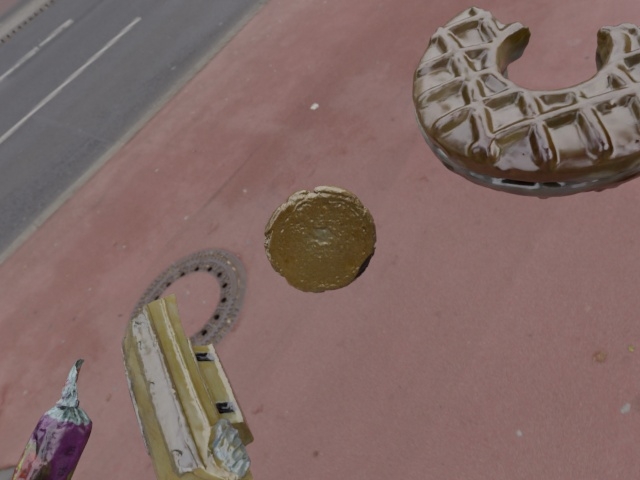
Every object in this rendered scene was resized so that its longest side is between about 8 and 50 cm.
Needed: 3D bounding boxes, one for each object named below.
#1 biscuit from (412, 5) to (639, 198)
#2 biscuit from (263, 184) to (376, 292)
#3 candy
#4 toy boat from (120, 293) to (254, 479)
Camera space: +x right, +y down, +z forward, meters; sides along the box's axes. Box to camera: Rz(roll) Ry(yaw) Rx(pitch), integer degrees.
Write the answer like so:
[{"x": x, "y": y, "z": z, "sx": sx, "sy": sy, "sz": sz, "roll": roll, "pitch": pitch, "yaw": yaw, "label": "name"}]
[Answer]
[{"x": 0.286, "y": -0.180, "z": 0.607, "sx": 0.366, "sy": 0.115, "sz": 0.268, "roll": 20, "pitch": 72, "yaw": 32, "label": "biscuit"}, {"x": 0.000, "y": 0.000, "z": 0.892, "sx": 0.225, "sy": 0.226, "sz": 0.042, "roll": -24, "pitch": 24, "yaw": 10, "label": "biscuit"}, {"x": -0.221, "y": 0.185, "z": 0.377, "sx": 0.045, "sy": 0.043, "sz": 0.175, "roll": 3, "pitch": 70, "yaw": 49, "label": "candy"}, {"x": -0.215, "y": 0.241, "z": 0.775, "sx": 0.445, "sy": 0.162, "sz": 0.136, "roll": 46, "pitch": 119, "yaw": 46, "label": "toy boat"}]
